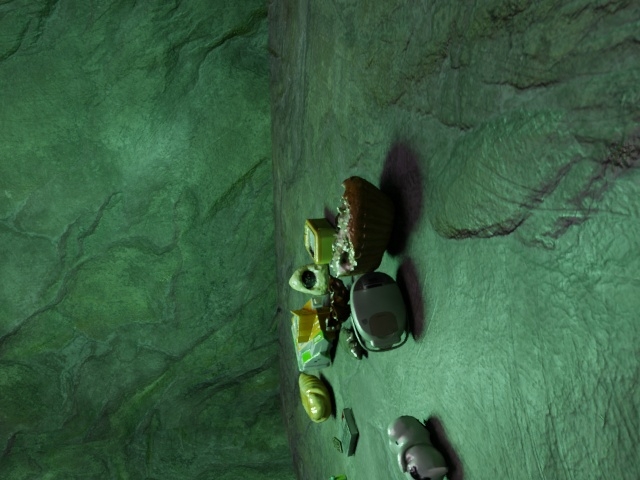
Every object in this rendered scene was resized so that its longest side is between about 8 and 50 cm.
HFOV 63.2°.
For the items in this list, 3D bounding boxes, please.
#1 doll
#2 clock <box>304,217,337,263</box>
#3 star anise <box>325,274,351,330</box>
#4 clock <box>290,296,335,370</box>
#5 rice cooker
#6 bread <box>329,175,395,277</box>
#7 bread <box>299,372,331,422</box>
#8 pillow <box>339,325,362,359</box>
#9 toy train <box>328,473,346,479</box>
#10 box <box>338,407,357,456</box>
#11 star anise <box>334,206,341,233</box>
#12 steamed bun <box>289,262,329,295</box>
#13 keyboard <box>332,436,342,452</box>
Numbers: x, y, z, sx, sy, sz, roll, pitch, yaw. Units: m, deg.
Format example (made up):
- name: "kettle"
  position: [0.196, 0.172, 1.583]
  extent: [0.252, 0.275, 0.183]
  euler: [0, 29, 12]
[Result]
- name: "doll"
  position: [0.226, 0.503, 1.232]
  extent: [0.180, 0.107, 0.110]
  euler: [-116, 16, -58]
- name: "clock"
  position: [0.000, 0.000, 2.049]
  extent: [0.202, 0.096, 0.143]
  euler: [-129, 39, -67]
- name: "star anise"
  position: [0.068, 0.230, 1.816]
  extent: [0.212, 0.111, 0.196]
  euler: [-97, 16, -45]
- name: "clock"
  position: [-0.034, 0.378, 2.201]
  extent: [0.309, 0.166, 0.235]
  euler: [103, 157, -52]
- name: "rice cooker"
  position: [0.150, 0.184, 1.356]
  extent: [0.127, 0.145, 0.206]
  euler: [88, 171, -83]
- name: "bread"
  position: [0.108, -0.033, 1.379]
  extent: [0.274, 0.150, 0.273]
  euler: [-174, 90, -84]
- name: "bread"
  position: [-0.021, 0.726, 2.401]
  extent: [0.311, 0.121, 0.172]
  euler: [-172, 73, -77]
- name: "pillow"
  position: [0.103, 0.355, 1.843]
  extent: [0.241, 0.051, 0.093]
  euler: [-168, 72, -79]
- name: "toy train"
  position: [0.074, 1.060, 2.220]
  extent: [0.050, 0.081, 0.122]
  euler: [-177, 81, -69]
- name: "box"
  position: [0.108, 0.750, 2.033]
  extent: [0.115, 0.036, 0.177]
  euler: [-109, 18, -46]
- name: "star anise"
  position: [0.090, -0.005, 1.690]
  extent: [0.212, 0.073, 0.196]
  euler: [-106, 19, -48]
- name: "steamed bun"
  position: [-0.051, 0.166, 2.206]
  extent: [0.172, 0.156, 0.140]
  euler: [174, 91, -77]
- name: "keyboard"
  position: [0.073, 0.903, 2.301]
  extent: [0.129, 0.015, 0.049]
  euler: [138, 125, -74]
